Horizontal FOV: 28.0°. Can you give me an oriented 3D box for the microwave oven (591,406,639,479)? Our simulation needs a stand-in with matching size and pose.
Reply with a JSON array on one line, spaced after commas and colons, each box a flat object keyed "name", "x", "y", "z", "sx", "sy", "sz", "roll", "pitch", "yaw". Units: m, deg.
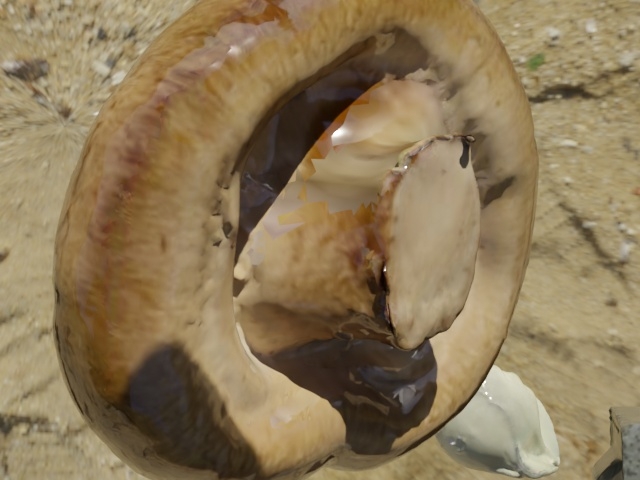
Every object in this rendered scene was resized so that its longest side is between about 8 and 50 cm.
[{"name": "microwave oven", "x": 0.443, "y": 0.387, "z": 1.278, "sx": 0.374, "sy": 0.236, "sz": 0.432, "roll": -2, "pitch": 86, "yaw": 11}]

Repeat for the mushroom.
[{"name": "mushroom", "x": 0.000, "y": 0.000, "z": 0.621, "sx": 0.278, "sy": 0.146, "sz": 0.278, "roll": -12, "pitch": 108, "yaw": -40}]

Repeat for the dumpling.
[{"name": "dumpling", "x": 0.195, "y": 0.189, "z": 1.474, "sx": 0.111, "sy": 0.155, "sz": 0.181, "roll": -22, "pitch": 89, "yaw": 32}]
